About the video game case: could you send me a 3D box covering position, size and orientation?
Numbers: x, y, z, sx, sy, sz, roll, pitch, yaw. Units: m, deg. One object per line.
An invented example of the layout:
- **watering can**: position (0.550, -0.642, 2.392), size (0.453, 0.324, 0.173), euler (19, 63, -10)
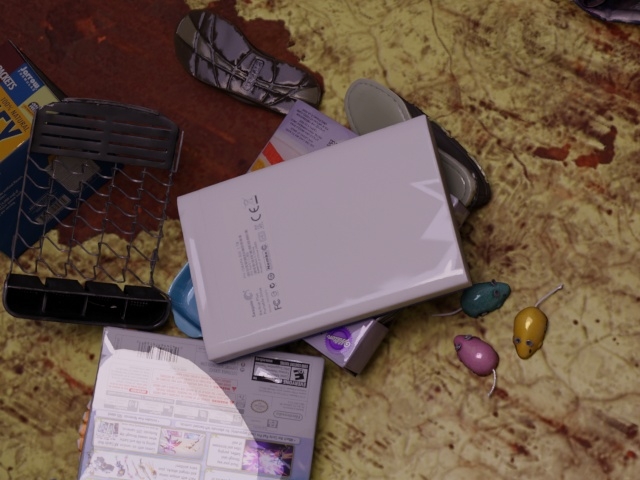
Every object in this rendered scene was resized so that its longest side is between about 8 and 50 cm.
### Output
- **video game case**: position (-0.143, 0.243, 1.818), size (0.270, 0.061, 0.244), euler (8, 72, -1)

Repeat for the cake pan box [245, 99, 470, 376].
- **cake pan box**: position (0.013, -0.003, 1.850), size (0.267, 0.070, 0.245), euler (35, 91, 24)

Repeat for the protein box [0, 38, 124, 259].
- **protein box**: position (-0.398, -0.112, 1.977), size (0.200, 0.201, 0.136), euler (-41, 66, -1)

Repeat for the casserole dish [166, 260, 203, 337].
- **casserole dish**: position (-0.109, 0.045, 1.933), size (0.114, 0.037, 0.188), euler (36, 85, 23)

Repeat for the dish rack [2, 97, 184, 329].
- **dish rack**: position (-0.273, -0.035, 1.878), size (0.208, 0.074, 0.271), euler (6, 106, -21)

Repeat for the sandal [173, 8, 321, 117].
- **sandal**: position (-0.096, -0.225, 2.017), size (0.219, 0.060, 0.090), euler (26, 86, 7)

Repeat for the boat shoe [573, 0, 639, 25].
- **boat shoe**: position (0.308, -0.376, 1.912), size (0.341, 0.127, 0.158), euler (17, 69, 19)

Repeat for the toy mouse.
- **toy mouse**: position (0.195, 0.101, 1.831), size (0.143, 0.031, 0.161), euler (17, 77, 20)

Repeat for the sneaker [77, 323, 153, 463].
- **sneaker**: position (-0.235, 0.209, 1.887), size (0.083, 0.084, 0.214), euler (12, 74, 14)

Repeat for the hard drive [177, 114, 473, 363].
- **hard drive**: position (0.000, 0.000, 1.794), size (0.319, 0.040, 0.210), euler (-18, 70, 14)

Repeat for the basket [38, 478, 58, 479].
- **basket**: position (-0.404, 0.296, 1.814), size (0.201, 0.255, 0.289), euler (-8, 85, -15)

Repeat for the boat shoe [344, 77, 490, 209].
- **boat shoe**: position (0.119, -0.117, 1.912), size (0.228, 0.069, 0.081), euler (48, 117, 25)
